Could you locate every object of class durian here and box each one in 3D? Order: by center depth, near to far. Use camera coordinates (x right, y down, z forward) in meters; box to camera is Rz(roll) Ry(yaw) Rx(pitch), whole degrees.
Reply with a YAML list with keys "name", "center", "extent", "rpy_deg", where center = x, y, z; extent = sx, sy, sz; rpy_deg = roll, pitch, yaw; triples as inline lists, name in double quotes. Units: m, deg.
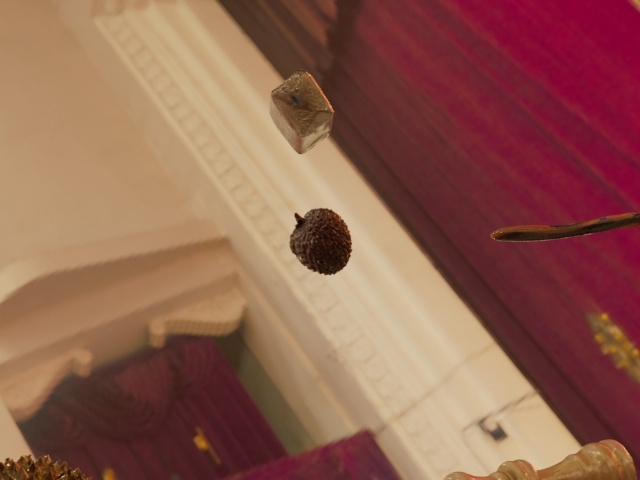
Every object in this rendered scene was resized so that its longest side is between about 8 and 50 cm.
- name: "durian"
  center: [-0.496, 0.444, 1.869]
  extent: [0.306, 0.172, 0.166]
  rpy_deg: [-46, -69, -11]

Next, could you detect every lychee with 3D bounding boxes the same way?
- name: "lychee"
  center: [0.000, 0.000, 1.317]
  extent: [0.068, 0.067, 0.083]
  rpy_deg: [-39, -67, 4]

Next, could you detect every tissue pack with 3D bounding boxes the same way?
- name: "tissue pack"
  center: [-0.023, -0.150, 1.422]
  extent: [0.058, 0.074, 0.094]
  rpy_deg: [-34, -5, -7]

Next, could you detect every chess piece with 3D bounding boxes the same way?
- name: "chess piece"
  center: [0.321, 0.412, 1.981]
  extent: [0.397, 0.117, 0.117]
  rpy_deg: [-6, -38, -21]

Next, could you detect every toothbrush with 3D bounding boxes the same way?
- name: "toothbrush"
  center: [0.377, -0.021, 1.561]
  extent: [0.321, 0.023, 0.031]
  rpy_deg: [-3, -78, -4]
